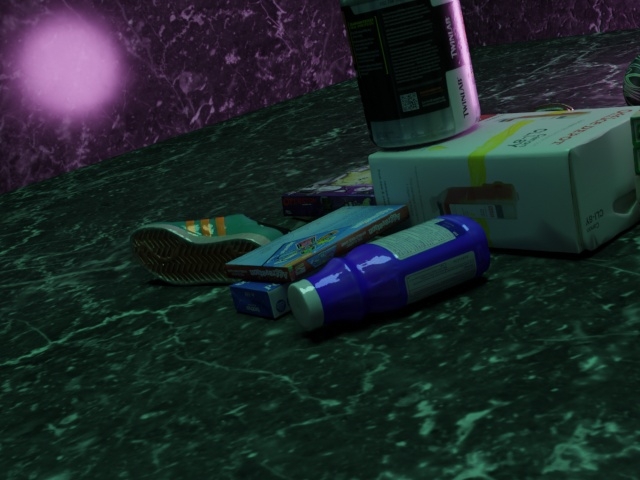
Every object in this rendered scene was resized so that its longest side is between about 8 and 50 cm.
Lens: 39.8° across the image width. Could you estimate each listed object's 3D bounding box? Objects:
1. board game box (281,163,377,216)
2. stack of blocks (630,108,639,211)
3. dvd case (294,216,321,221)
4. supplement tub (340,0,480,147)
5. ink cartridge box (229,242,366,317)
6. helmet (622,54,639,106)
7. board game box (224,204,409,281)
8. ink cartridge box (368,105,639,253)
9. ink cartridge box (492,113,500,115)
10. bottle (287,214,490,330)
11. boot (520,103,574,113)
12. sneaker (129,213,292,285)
[{"bbox_3d":[0.107,-0.105,1.726,0.208,0.056,0.346,7,18,33],"label":"board game box"},{"bbox_3d":[0.531,-0.167,1.237,0.171,0.297,0.087,0,21,34],"label":"stack of blocks"},{"bbox_3d":[0.062,-0.064,1.743,0.164,0.018,0.221,-20,17,-27],"label":"dvd case"},{"bbox_3d":[0.144,-0.326,1.462,0.193,0.316,0.193,-13,15,4],"label":"supplement tub"},{"bbox_3d":[-0.028,0.055,1.357,0.207,0.046,0.097,-25,19,-37],"label":"ink cartridge box"},{"bbox_3d":[0.731,-0.335,1.900,0.161,0.170,0.169,19,31,31],"label":"helmet"},{"bbox_3d":[0.000,0.000,1.390,0.145,0.027,0.281,-1,19,46],"label":"board game box"},{"bbox_3d":[0.316,-0.105,1.434,0.279,0.161,0.384,-25,20,-40],"label":"ink cartridge box"},{"bbox_3d":[0.394,-0.249,2.046,0.099,0.056,0.135,-14,16,-3],"label":"ink cartridge box"},{"bbox_3d":[0.093,0.045,1.216,0.282,0.092,0.118,-20,17,-24],"label":"bottle"},{"bbox_3d":[0.391,-0.216,1.838,0.248,0.090,0.206,-18,-1,32],"label":"boot"},{"bbox_3d":[-0.185,0.012,1.532,0.302,0.108,0.121,6,22,27],"label":"sneaker"}]
